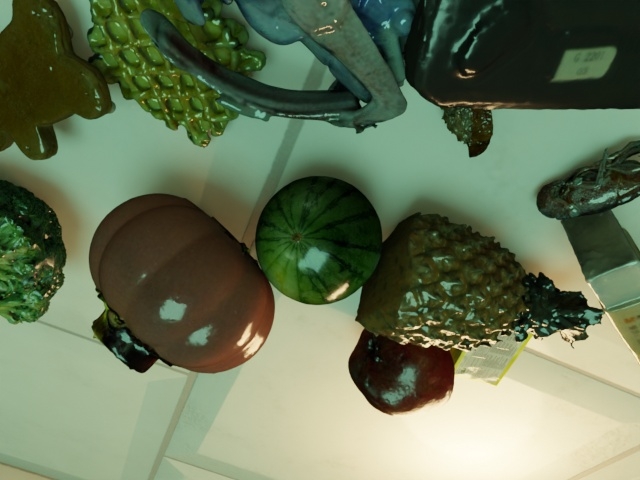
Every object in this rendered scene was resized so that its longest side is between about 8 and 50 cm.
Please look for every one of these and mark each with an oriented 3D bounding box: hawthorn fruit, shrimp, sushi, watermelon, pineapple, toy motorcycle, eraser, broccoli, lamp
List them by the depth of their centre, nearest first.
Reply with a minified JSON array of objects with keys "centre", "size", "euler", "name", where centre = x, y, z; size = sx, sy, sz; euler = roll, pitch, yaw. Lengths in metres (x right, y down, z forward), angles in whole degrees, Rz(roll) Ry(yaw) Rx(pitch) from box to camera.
[{"centre":[-0.034,-0.233,0.436],"size":[0.319,0.182,0.241],"euler":[28,102,-28],"name":"toy motorcycle"},{"centre":[0.183,-0.170,0.568],"size":[0.055,0.052,0.120],"euler":[-23,124,8],"name":"sushi"},{"centre":[0.389,-0.081,0.591],"size":[0.190,0.073,0.074],"euler":[-26,163,38],"name":"shrimp"},{"centre":[0.000,0.000,0.658],"size":[0.187,0.214,0.188],"euler":[0,88,14],"name":"watermelon"},{"centre":[0.247,0.089,0.668],"size":[0.361,0.202,0.202],"euler":[18,129,-9],"name":"pineapple"},{"centre":[0.487,0.106,0.673],"size":[0.078,0.144,0.343],"euler":[-31,117,31],"name":"eraser"},{"centre":[-0.220,0.078,0.679],"size":[0.239,0.305,0.305],"euler":[-44,119,-13],"name":"lamp"},{"centre":[-0.567,0.015,0.737],"size":[0.265,0.245,0.295],"euler":[-20,100,45],"name":"broccoli"},{"centre":[0.163,0.237,0.826],"size":[0.202,0.185,0.185],"euler":[26,129,-28],"name":"hawthorn fruit"}]

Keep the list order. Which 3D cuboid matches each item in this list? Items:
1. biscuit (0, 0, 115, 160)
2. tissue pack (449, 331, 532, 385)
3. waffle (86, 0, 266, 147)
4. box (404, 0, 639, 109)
[{"centre":[-0.425,-0.213,0.625],"size":[0.301,0.049,0.197],"euler":[-18,103,28],"name":"biscuit"},{"centre":[0.311,0.185,0.819],"size":[0.095,0.062,0.176],"euler":[12,130,3],"name":"tissue pack"},{"centre":[-0.191,-0.243,0.571],"size":[0.223,0.054,0.204],"euler":[33,137,-16],"name":"waffle"},{"centre":[0.263,-0.284,0.374],"size":[0.358,0.091,0.351],"euler":[-5,129,-13],"name":"box"}]
